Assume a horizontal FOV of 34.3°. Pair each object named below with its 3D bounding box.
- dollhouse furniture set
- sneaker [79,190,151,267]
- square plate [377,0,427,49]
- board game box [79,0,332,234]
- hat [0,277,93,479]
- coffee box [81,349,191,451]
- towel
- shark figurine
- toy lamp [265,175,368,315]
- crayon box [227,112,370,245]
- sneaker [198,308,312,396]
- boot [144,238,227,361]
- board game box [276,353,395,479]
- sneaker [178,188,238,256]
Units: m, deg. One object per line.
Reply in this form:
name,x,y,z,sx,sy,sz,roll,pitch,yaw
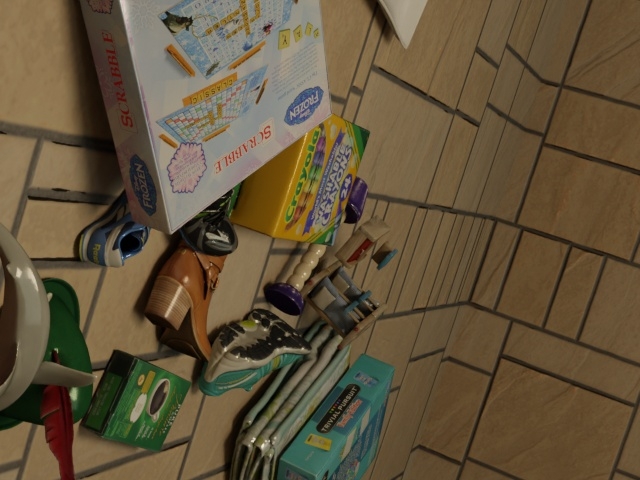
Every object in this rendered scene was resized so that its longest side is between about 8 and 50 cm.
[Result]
dollhouse furniture set,0.068,0.076,1.851,0.184,0.129,0.129,-50,171,30
sneaker,-0.221,-0.016,1.222,0.144,0.059,0.053,-53,152,-40
square plate,0.151,-0.536,1.713,0.344,0.049,0.347,-68,160,-5
board game box,-0.115,-0.221,1.174,0.318,0.066,0.318,-40,136,-40
hat,-0.255,0.165,1.120,0.208,0.183,0.173,-63,159,-18
coffee box,-0.246,0.220,1.403,0.113,0.040,0.184,-67,159,-9
towel,-0.055,0.364,1.968,0.374,0.090,0.320,-46,152,-48
shark figurine,-0.293,0.083,0.943,0.116,0.166,0.278,-82,-178,-60
toy lamp,0.000,0.000,1.784,0.275,0.080,0.080,-56,156,-28
crayon box,-0.035,-0.104,1.585,0.323,0.083,0.203,8,101,-69
sneaker,-0.110,0.184,1.678,0.110,0.107,0.275,-56,160,19
boot,-0.166,0.074,1.434,0.197,0.073,0.152,76,35,-61
board game box,0.021,0.411,1.966,0.336,0.079,0.254,-45,150,-50
sneaker,-0.145,-0.046,1.321,0.067,0.078,0.188,-55,143,-35
